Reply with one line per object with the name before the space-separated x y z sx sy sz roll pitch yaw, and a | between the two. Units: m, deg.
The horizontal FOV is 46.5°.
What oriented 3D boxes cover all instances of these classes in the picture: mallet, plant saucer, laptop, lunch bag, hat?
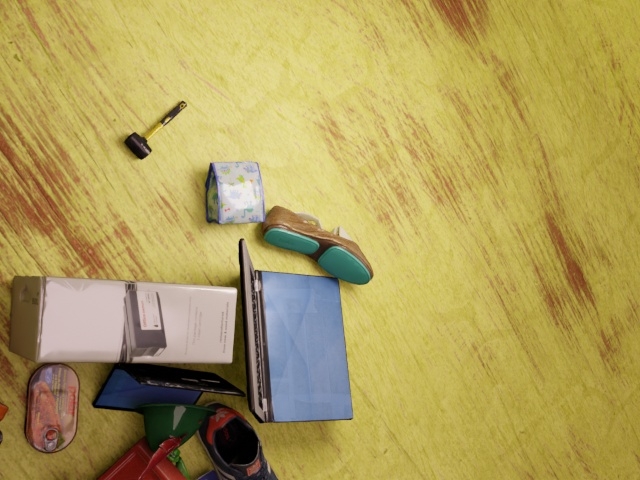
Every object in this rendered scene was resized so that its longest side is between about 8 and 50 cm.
mallet | -0.375 -0.261 1.758 0.190 0.039 0.062 -43 108 -32
plant saucer | -0.394 0.568 1.544 0.258 0.259 0.047 -42 148 -18
laptop | -0.329 0.341 1.592 0.234 0.264 0.136 14 89 -32
laptop | -0.050 0.226 1.768 0.236 0.408 0.381 -6 71 -2
lunch bag | -0.210 -0.117 1.816 0.129 0.096 0.151 -5 99 -33
hat | -0.329 0.454 1.606 0.209 0.173 0.183 17 62 -35

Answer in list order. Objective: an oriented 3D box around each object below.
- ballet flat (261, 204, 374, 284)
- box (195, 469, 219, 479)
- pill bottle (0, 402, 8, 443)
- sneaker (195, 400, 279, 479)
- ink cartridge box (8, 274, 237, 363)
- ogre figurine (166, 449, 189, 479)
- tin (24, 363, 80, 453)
ballet flat | 0.000 0.000 1.945 0.342 0.116 0.124 24 47 -22
box | -0.239 0.648 1.689 0.225 0.036 0.136 65 22 8
pill bottle | -0.705 0.415 1.435 0.130 0.130 0.245 35 68 -26
sneaker | -0.172 0.540 1.760 0.131 0.148 0.350 -41 108 -28
ink cartridge box | -0.415 0.166 1.548 0.395 0.285 0.166 7 83 -32
ogre figurine | -0.351 0.560 1.669 0.118 0.097 0.197 -23 139 -29
tin | -0.570 0.354 1.583 0.106 0.040 0.189 6 83 -29
